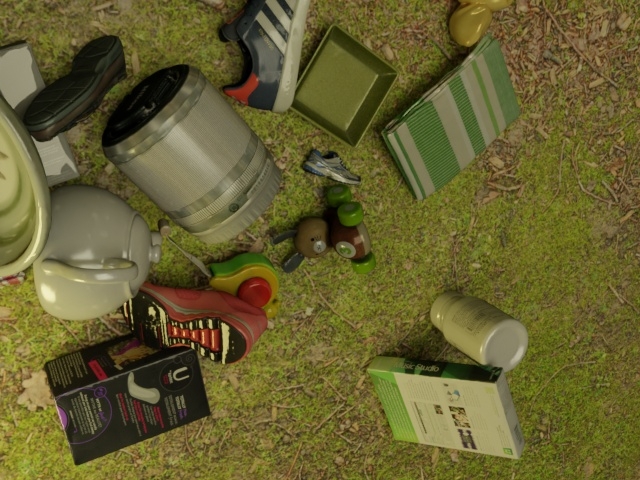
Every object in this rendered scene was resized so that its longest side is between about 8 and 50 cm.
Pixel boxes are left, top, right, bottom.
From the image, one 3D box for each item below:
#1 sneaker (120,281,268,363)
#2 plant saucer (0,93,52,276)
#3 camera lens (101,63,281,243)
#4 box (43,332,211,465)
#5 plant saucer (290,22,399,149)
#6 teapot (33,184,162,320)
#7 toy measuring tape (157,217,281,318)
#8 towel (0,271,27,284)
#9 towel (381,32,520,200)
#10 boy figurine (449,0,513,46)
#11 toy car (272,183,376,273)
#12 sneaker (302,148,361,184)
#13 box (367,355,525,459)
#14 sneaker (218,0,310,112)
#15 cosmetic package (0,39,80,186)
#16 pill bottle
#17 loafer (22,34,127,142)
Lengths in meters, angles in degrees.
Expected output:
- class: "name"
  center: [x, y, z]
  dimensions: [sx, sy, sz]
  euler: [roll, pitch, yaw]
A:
- class: "sneaker"
  center: [-0.241, 0.143, 1.431]
  dimensions: [0.136, 0.313, 0.116]
  euler: [-35, 135, -55]
- class: "plant saucer"
  center: [-0.559, -0.132, 1.159]
  dimensions: [0.100, 0.400, 0.400]
  euler: [-53, 132, -50]
- class: "camera lens"
  center: [-0.229, -0.154, 1.334]
  dimensions: [0.219, 0.219, 0.274]
  euler: [-46, 120, -5]
- class: "box"
  center: [-0.373, 0.288, 1.459]
  dimensions: [0.270, 0.143, 0.165]
  euler: [-17, 115, -20]
- class: "plant saucer"
  center: [0.039, -0.308, 1.512]
  dimensions: [0.188, 0.045, 0.188]
  euler: [29, 93, -30]
- class: "teapot"
  center: [-0.370, 0.022, 1.294]
  dimensions: [0.187, 0.256, 0.252]
  euler: [2, 145, -2]
- class: "toy measuring tape"
  center: [-0.175, 0.044, 1.480]
  dimensions: [0.121, 0.121, 0.330]
  euler: [-45, 125, -6]
- class: "towel"
  center: [-0.605, 0.075, 1.281]
  dimensions: [0.197, 0.144, 0.029]
  euler: [-11, 90, -22]
- class: "towel"
  center: [0.290, -0.257, 1.630]
  dimensions: [0.325, 0.038, 0.248]
  euler: [-43, 135, -9]
- class: "boy figurine"
  center: [0.345, -0.542, 1.554]
  dimensions: [0.177, 0.092, 0.285]
  euler: [5, 105, -25]
- class: "toy car"
  center: [0.000, 0.000, 1.553]
  dimensions: [0.188, 0.149, 0.155]
  euler: [-21, 126, -6]
- class: "sneaker"
  center: [0.032, -0.153, 1.560]
  dimensions: [0.135, 0.052, 0.058]
  euler: [16, 93, -31]
- class: "box"
  center: [0.285, 0.378, 1.720]
  dimensions: [0.058, 0.322, 0.232]
  euler: [-50, 128, -44]
- class: "sneaker"
  center: [-0.104, -0.415, 1.366]
  dimensions: [0.148, 0.131, 0.350]
  euler: [7, 98, -15]
- class: "cosmetic package"
  center: [-0.506, -0.203, 1.256]
  dimensions: [0.127, 0.107, 0.238]
  euler: [-21, 112, -18]
- class: "pill bottle"
  center: [0.357, 0.201, 1.730]
  dimensions: [0.131, 0.229, 0.131]
  euler: [-8, 110, -23]
- class: "loafer"
  center: [-0.386, -0.238, 1.238]
  dimensions: [0.267, 0.096, 0.084]
  euler: [-69, 152, -42]
